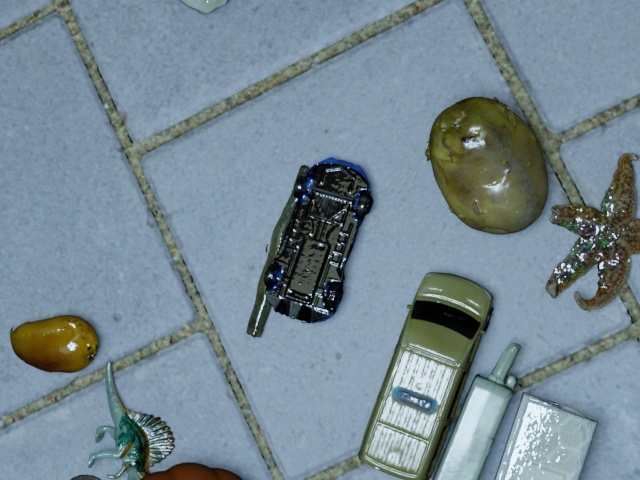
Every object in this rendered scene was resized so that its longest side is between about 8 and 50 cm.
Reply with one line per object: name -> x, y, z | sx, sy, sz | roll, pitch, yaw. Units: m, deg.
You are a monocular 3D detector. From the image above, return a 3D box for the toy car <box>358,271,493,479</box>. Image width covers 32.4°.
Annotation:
toy car -> 0.129, 0.163, 1.338 | 0.101, 0.124, 0.257 | 20, 88, 10

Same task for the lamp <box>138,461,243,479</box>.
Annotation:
lamp -> -0.161, 0.379, 1.329 | 0.223, 0.196, 0.223 | -3, 97, -27

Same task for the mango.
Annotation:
mango -> -0.351, 0.136, 1.456 | 0.127, 0.063, 0.077 | 0, 89, 15

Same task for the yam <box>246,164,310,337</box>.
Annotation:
yam -> -0.056, 0.013, 1.439 | 0.027, 0.029, 0.234 | 18, 85, -16

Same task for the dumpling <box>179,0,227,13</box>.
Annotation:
dumpling -> -0.183, -0.397, 1.456 | 0.169, 0.100, 0.134 | 52, 121, 26

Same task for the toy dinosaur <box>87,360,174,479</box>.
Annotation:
toy dinosaur -> -0.243, 0.258, 1.439 | 0.106, 0.044, 0.187 | 8, 72, -3

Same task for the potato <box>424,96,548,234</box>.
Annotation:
potato -> 0.206, -0.093, 1.357 | 0.137, 0.137, 0.176 | -19, 102, 7

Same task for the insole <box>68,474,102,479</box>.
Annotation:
insole -> -0.373, 0.457, 1.453 | 0.111, 0.007, 0.328 | 28, 89, 11

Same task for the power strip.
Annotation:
power strip -> 0.178, 0.255, 1.336 | 0.053, 0.093, 0.288 | 22, 88, 10

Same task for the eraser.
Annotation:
eraser -> 0.222, 0.387, 1.310 | 0.096, 0.098, 0.404 | 18, 87, 11

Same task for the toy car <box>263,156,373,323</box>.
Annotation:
toy car -> 0.000, 0.000, 1.410 | 0.103, 0.063, 0.216 | 17, 81, 9

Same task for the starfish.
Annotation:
starfish -> 0.354, -0.011, 1.367 | 0.150, 0.053, 0.210 | 18, 83, -1
